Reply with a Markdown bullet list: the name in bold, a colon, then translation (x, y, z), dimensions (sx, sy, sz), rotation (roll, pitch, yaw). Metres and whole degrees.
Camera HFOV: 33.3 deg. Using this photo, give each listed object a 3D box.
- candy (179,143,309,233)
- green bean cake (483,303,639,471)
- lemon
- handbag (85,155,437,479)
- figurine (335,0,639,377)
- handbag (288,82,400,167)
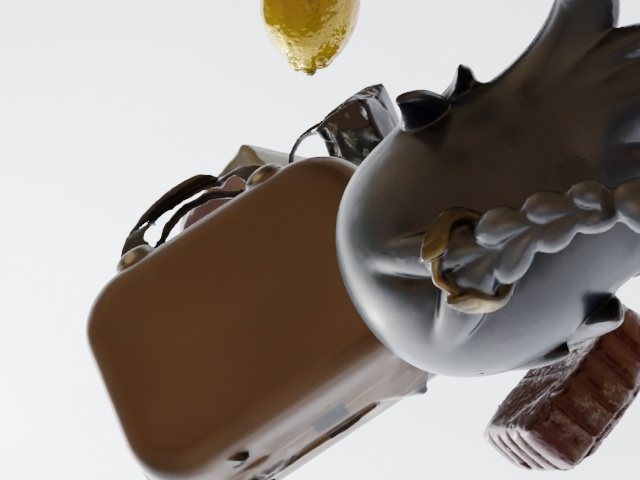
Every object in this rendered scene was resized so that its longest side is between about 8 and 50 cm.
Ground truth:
- **candy**: translation (-0.002, 0.000, 1.504), dimensions (0.208, 0.359, 0.145), rotation (-50, -133, 35)
- **green bean cake**: translation (0.198, 0.120, 0.838), dimensions (0.056, 0.135, 0.135), rotation (42, -104, -1)
- **lemon**: translation (-0.012, -0.259, 1.178), dimensions (0.114, 0.114, 0.155), rotation (11, -75, 23)
- **handbag**: translation (-0.055, 0.053, 0.923), dimensions (0.302, 0.149, 0.283), rotation (-34, -118, -4)
- **figurine**: translation (0.128, -0.029, 0.582), dimensions (0.265, 0.197, 0.175), rotation (-51, -127, 37)
- **handbag**: translation (0.027, -0.100, 1.221), dimensions (0.139, 0.115, 0.072), rotation (-19, -161, 21)
